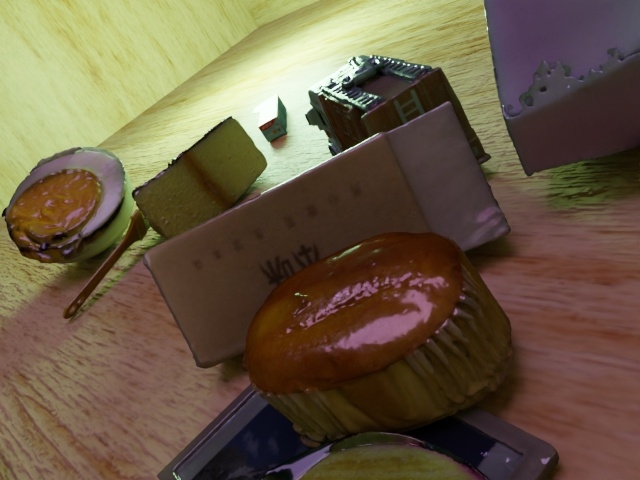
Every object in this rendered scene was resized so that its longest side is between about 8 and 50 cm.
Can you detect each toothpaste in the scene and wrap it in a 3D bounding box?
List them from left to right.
[{"bbox_3d":[-0.119,-0.281,1.240,0.070,0.044,0.193,-28,28,11],"label":"toothpaste"}]

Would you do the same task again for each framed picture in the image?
[{"bbox_3d":[0.002,0.174,0.404,0.209,0.019,0.281,-44,29,-22],"label":"framed picture"}]

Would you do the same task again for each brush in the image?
[{"bbox_3d":[-0.375,0.028,0.972,0.272,0.013,0.103,-59,-3,-26],"label":"brush"}]

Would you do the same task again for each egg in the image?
[{"bbox_3d":[-0.501,-0.049,1.136,0.264,0.174,0.286,-40,53,-13],"label":"egg"}]

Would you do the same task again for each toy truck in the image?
[{"bbox_3d":[0.077,-0.162,0.718,0.136,0.162,0.305,-33,27,-1],"label":"toy truck"}]

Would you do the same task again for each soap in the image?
[{"bbox_3d":[0.292,-0.270,0.569,0.156,0.261,0.446,-10,36,36],"label":"soap"}]

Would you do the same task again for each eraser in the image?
[{"bbox_3d":[0.000,0.000,0.545,0.344,0.144,0.078,-26,4,12],"label":"eraser"}]

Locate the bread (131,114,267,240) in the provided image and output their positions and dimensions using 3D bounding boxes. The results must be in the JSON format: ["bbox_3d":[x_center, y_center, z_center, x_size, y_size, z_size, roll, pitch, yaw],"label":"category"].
[{"bbox_3d":[-0.242,-0.114,0.993,0.240,0.135,0.178,-46,29,-19],"label":"bread"}]

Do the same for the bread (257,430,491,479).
[{"bbox_3d":[0.009,0.206,0.285,0.229,0.033,0.228,-24,27,13],"label":"bread"}]

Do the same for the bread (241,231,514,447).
[{"bbox_3d":[0.036,0.071,0.407,0.191,0.114,0.132,-28,29,19],"label":"bread"}]
